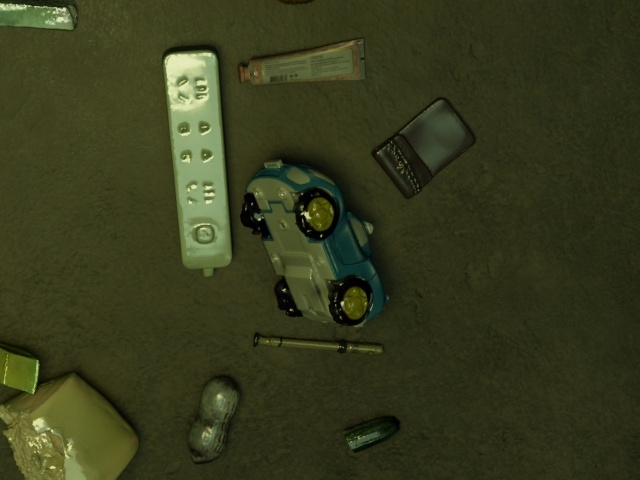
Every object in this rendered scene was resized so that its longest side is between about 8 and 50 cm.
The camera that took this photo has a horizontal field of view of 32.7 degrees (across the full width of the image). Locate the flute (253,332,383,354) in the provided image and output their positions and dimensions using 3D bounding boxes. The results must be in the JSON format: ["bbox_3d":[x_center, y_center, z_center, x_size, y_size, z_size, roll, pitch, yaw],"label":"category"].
[{"bbox_3d":[-0.003,0.185,1.924,0.233,0.027,0.027,5,107,-11],"label":"flute"}]

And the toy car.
[{"bbox_3d":[0.000,0.000,1.791,0.166,0.198,0.314,-33,110,-33],"label":"toy car"}]

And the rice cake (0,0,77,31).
[{"bbox_3d":[-0.481,-0.350,1.671,0.211,0.034,0.043,2,116,-10],"label":"rice cake"}]

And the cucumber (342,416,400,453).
[{"bbox_3d":[0.096,0.350,1.982,0.105,0.048,0.048,-20,110,-3],"label":"cucumber"}]

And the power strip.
[{"bbox_3d":[-0.197,-0.120,1.776,0.091,0.062,0.385,-5,108,-4],"label":"power strip"}]

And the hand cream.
[{"bbox_3d":[-0.029,-0.283,1.764,0.210,0.043,0.067,-8,111,-12],"label":"hand cream"}]

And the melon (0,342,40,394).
[{"bbox_3d":[-0.566,0.187,1.792,0.209,0.118,0.064,23,87,-22],"label":"melon"}]

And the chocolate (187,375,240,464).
[{"bbox_3d":[-0.189,0.317,1.914,0.072,0.072,0.167,14,103,-13],"label":"chocolate"}]

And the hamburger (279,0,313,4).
[{"bbox_3d":[0.028,-0.438,1.599,0.285,0.265,0.134,-31,104,4],"label":"hamburger"}]

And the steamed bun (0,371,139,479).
[{"bbox_3d":[-0.436,0.344,1.833,0.200,0.170,0.225,-38,108,9],"label":"steamed bun"}]

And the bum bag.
[{"bbox_3d":[0.176,-0.156,1.842,0.159,0.026,0.109,-40,108,5],"label":"bum bag"}]
